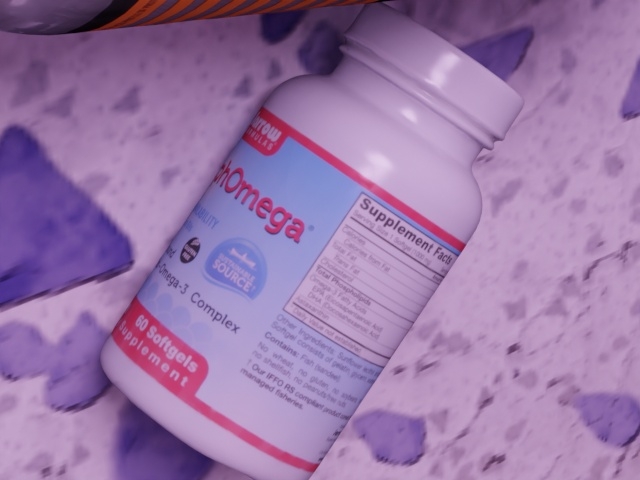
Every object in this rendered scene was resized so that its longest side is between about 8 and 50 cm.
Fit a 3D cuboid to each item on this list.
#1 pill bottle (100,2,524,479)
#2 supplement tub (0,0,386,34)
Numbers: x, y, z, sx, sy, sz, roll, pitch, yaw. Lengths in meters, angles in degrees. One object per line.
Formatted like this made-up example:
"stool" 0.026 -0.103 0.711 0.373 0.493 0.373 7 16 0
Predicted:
"pill bottle" 0.000 0.000 0.692 0.087 0.087 0.160 31 93 -42
"supplement tub" -0.009 -0.157 0.527 0.316 0.193 0.193 -10 119 -33
